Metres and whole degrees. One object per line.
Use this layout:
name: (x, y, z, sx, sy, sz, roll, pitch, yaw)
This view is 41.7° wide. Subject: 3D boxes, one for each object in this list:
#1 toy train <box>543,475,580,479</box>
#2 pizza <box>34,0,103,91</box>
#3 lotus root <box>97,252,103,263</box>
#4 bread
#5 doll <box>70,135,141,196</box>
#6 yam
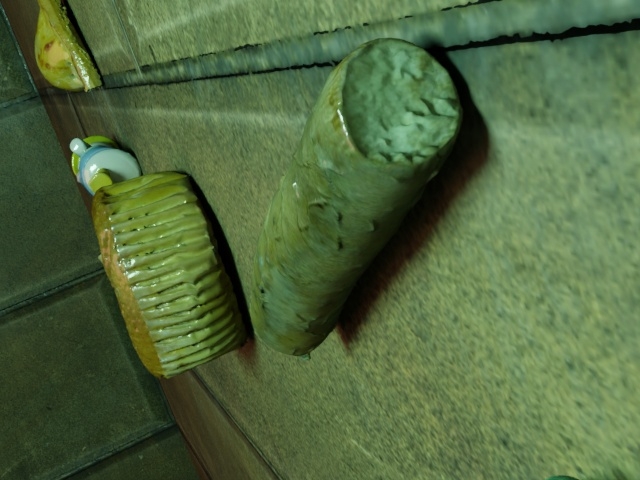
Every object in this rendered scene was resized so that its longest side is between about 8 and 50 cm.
toy train: (0.136, 0.203, 0.388, 0.125, 0.080, 0.194, 32, 141, 55)
pizza: (-0.434, -0.303, 1.422, 0.204, 0.080, 0.188, 59, 162, 19)
lotus root: (-0.306, 0.027, 1.472, 0.159, 0.095, 0.135, -15, 106, 32)
bread: (-0.196, 0.041, 1.062, 0.227, 0.142, 0.254, -126, 18, -57)
doll: (-0.368, -0.122, 1.435, 0.241, 0.135, 0.099, 28, 111, 61)
yam: (0.000, 0.000, 0.533, 0.083, 0.083, 0.371, 61, 162, 15)
